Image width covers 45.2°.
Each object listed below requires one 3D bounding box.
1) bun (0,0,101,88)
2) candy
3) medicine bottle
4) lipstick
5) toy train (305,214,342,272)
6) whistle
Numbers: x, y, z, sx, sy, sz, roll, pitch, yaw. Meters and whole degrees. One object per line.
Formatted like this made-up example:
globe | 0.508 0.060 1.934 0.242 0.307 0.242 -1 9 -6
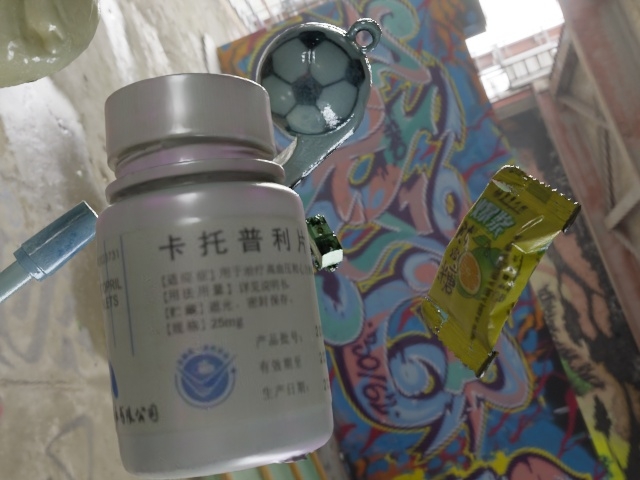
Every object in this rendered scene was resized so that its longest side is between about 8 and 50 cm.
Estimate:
bun | -0.382 -0.306 0.868 0.160 0.259 0.259 85 -10 -64
candy | 0.256 0.038 1.154 0.081 0.297 0.187 16 20 -34
medicine bottle | -0.089 0.028 0.614 0.170 0.170 0.293 33 48 -77
lipstick | -0.472 0.043 1.238 0.061 0.274 0.068 41 -13 37
toy train | 0.000 0.000 0.976 0.053 0.033 0.083 93 -26 -55
whistle | -0.032 -0.181 1.008 0.163 0.290 0.163 44 16 -17
